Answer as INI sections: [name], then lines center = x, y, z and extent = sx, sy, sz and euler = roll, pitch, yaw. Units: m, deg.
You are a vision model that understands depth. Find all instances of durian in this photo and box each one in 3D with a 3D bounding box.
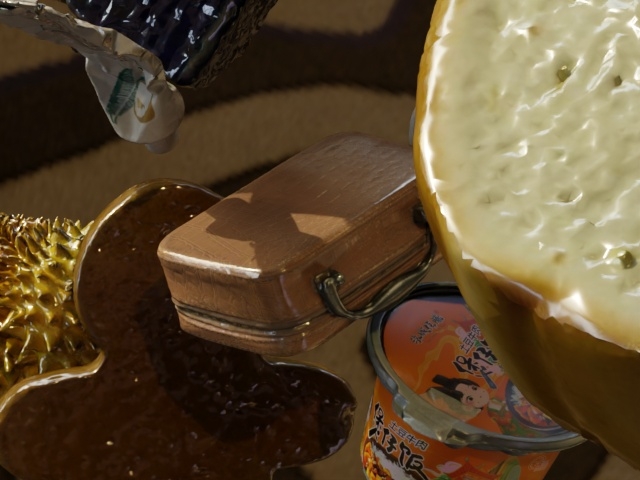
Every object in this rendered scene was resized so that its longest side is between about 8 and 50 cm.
[durian]
center = -0.197, 0.101, 1.639
extent = 0.138, 0.249, 0.183
euler = 6, 52, 27

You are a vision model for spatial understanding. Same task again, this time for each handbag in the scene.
[handbag]
center = 0.000, 0.000, 1.335
extent = 0.193, 0.072, 0.151
euler = -33, 30, -34

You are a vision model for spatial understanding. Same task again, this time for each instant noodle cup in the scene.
[instant noodle cup]
center = 0.102, 0.130, 1.392
extent = 0.208, 0.125, 0.177
euler = -17, 48, -42

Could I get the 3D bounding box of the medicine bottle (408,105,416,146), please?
[medicine bottle]
center = 0.158, -0.096, 1.403
extent = 0.187, 0.102, 0.103
euler = -32, 72, -38

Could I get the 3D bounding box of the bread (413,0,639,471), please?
[bread]
center = 0.133, -0.044, 0.422
extent = 0.236, 0.070, 0.236
euler = -12, 50, 14

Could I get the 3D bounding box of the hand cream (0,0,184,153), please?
[hand cream]
center = -0.147, -0.113, 1.239
extent = 0.084, 0.257, 0.050
euler = 15, 79, 26

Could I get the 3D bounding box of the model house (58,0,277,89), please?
[model house]
center = -0.146, -0.259, 1.379
extent = 0.298, 0.243, 0.284
euler = 23, 14, -36

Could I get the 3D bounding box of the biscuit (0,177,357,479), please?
[biscuit]
center = -0.114, 0.159, 1.506
extent = 0.283, 0.064, 0.432
euler = -4, 105, -12
